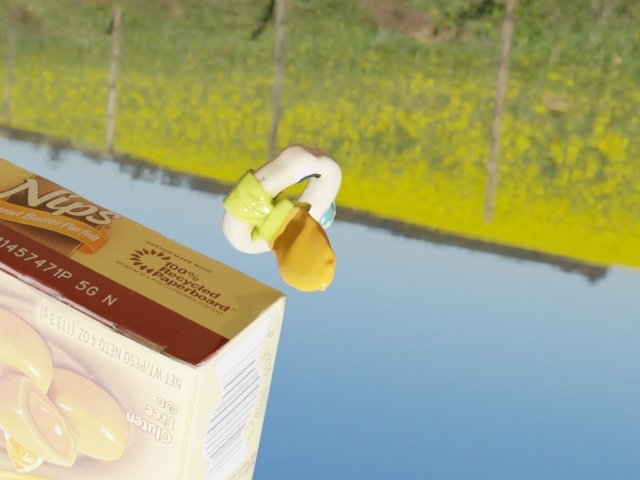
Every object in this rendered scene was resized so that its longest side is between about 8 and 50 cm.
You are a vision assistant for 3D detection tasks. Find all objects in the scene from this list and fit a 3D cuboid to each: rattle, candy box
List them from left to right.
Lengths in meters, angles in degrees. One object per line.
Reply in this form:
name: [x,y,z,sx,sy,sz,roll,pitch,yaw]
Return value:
candy box: [-0.137,0.135,0.742,0.183,0.316,0.087,25,-146,20]
rattle: [0.000,0.000,1.290,0.143,0.130,0.200,33,168,23]
